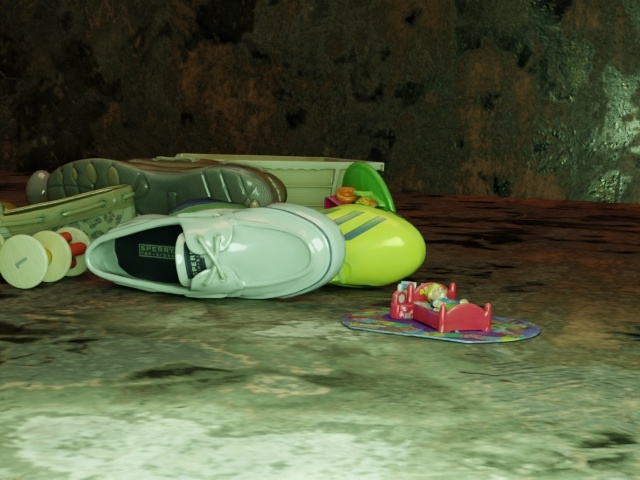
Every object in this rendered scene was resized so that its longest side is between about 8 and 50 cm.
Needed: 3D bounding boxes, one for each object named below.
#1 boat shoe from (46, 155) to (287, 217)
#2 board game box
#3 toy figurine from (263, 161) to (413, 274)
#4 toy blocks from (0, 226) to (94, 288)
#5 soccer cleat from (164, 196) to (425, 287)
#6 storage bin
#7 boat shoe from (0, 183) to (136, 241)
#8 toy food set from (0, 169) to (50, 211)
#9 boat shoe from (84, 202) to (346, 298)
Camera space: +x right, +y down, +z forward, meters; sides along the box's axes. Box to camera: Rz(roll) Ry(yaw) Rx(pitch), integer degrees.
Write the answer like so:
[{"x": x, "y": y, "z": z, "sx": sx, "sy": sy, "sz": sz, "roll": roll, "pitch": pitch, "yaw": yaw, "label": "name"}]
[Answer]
[{"x": -0.190, "y": -0.048, "z": 1.390, "sx": 0.324, "sy": 0.123, "sz": 0.116, "roll": 6, "pitch": 15, "yaw": 22, "label": "boat shoe"}, {"x": 0.101, "y": 0.056, "z": 0.944, "sx": 0.169, "sy": 0.033, "sz": 0.133, "roll": 4, "pitch": 6, "yaw": 27, "label": "board game box"}, {"x": 0.000, "y": 0.000, "z": 1.256, "sx": 0.159, "sy": 0.130, "sz": 0.173, "roll": -15, "pitch": 37, "yaw": -23, "label": "toy figurine"}, {"x": -0.303, "y": 0.012, "z": 1.143, "sx": 0.123, "sy": 0.054, "sz": 0.148, "roll": 4, "pitch": 6, "yaw": 13, "label": "toy blocks"}, {"x": -0.039, "y": 0.014, "z": 1.133, "sx": 0.289, "sy": 0.093, "sz": 0.121, "roll": 6, "pitch": 26, "yaw": 21, "label": "soccer cleat"}, {"x": -0.078, "y": -0.060, "z": 1.594, "sx": 0.260, "sy": 0.123, "sz": 0.262, "roll": 0, "pitch": 6, "yaw": -17, "label": "storage bin"}, {"x": -0.341, "y": -0.018, "z": 1.247, "sx": 0.285, "sy": 0.089, "sz": 0.104, "roll": -3, "pitch": 8, "yaw": -38, "label": "boat shoe"}, {"x": -0.497, "y": -0.061, "z": 1.621, "sx": 0.306, "sy": 0.092, "sz": 0.220, "roll": 0, "pitch": 6, "yaw": -19, "label": "toy food set"}, {"x": -0.104, "y": 0.018, "z": 1.044, "sx": 0.258, "sy": 0.095, "sz": 0.084, "roll": -5, "pitch": 8, "yaw": 28, "label": "boat shoe"}]
